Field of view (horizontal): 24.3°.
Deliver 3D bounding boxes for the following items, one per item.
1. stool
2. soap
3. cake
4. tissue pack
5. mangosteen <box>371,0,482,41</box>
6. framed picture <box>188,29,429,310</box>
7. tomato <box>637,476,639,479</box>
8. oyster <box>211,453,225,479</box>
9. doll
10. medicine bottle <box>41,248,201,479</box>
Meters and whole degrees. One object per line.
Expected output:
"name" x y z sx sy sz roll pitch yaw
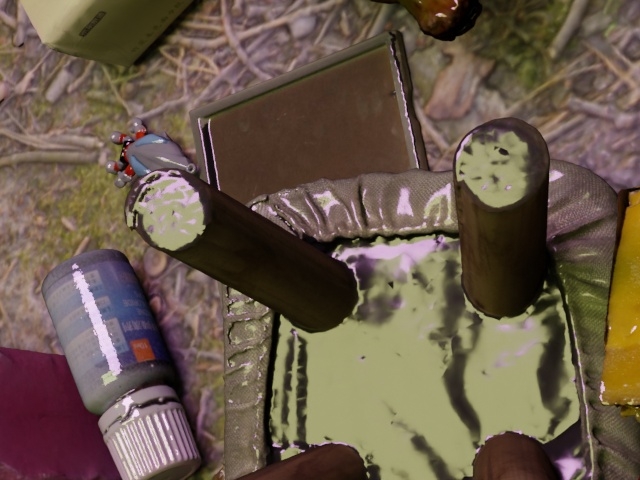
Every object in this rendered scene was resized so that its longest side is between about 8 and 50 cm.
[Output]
"stool" 0.051 0.087 0.985 0.310 0.226 0.310 -6 81 15
"soap" -0.381 0.198 1.299 0.360 0.233 0.128 -20 72 31
"cake" 0.209 0.051 0.958 0.116 0.079 0.185 -31 44 1
"tissue pack" -0.158 -0.282 1.264 0.234 0.125 0.159 -41 64 25
"mangosteen" 0.023 -0.313 1.053 0.297 0.297 0.293 13 130 35
"framed picture" 0.000 0.000 1.191 0.213 0.016 0.289 -19 74 31
"tomato" 0.252 0.175 0.915 0.099 0.173 0.189 24 100 52
"oyster" -0.043 0.286 1.145 0.201 0.107 0.354 37 89 18
"doll" -0.146 -0.073 1.286 0.114 0.039 0.057 13 58 45
"medicine bottle" -0.166 0.111 1.251 0.083 0.083 0.203 -35 67 27
